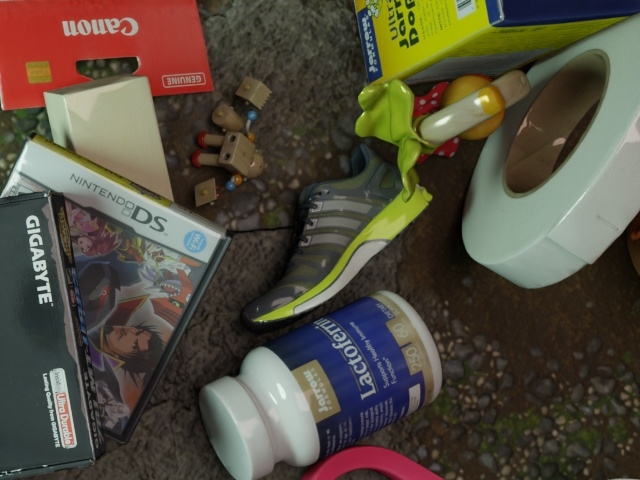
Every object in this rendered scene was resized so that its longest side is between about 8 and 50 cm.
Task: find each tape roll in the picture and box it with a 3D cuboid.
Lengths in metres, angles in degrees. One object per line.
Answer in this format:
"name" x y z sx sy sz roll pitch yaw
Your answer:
"tape roll" 0.309 -0.124 1.869 0.072 0.392 0.392 30 73 -16

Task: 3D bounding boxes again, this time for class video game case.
"video game case" -0.266 0.056 1.710 0.248 0.035 0.275 27 102 -6

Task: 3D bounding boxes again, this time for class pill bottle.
"pill bottle" -0.001 0.175 1.829 0.264 0.153 0.153 -25 93 -23

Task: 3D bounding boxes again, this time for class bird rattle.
"bird rattle" 0.165 -0.143 1.882 0.253 0.207 0.143 -16 84 -60

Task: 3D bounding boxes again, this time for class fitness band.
"fitness band" 0.088 0.376 1.896 0.291 0.054 0.209 33 69 -16

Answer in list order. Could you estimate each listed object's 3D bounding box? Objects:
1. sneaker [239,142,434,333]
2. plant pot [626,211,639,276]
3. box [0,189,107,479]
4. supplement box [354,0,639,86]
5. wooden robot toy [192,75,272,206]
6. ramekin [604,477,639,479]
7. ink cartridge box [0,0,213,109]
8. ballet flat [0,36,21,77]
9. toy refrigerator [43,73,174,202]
"sneaker" 0.000 0.000 1.890 0.121 0.111 0.300 48 62 -2
"plant pot" 0.543 -0.019 2.051 0.290 0.203 0.291 3 83 -22
"box" -0.396 0.113 1.643 0.293 0.073 0.296 -9 91 5
"supplement box" 0.198 -0.318 1.865 0.194 0.356 0.195 -8 86 -23
"wooden robot toy" -0.101 -0.108 1.887 0.079 0.076 0.173 36 67 -52
"ramekin" 0.378 0.447 1.912 0.277 0.135 0.277 5 59 -8
"ink cartridge box" -0.252 -0.296 1.799 0.296 0.066 0.261 -10 86 -38
"ballet flat" -0.411 -0.274 1.761 0.086 0.086 0.248 -47 110 -21
"toy refrigerator" -0.231 -0.048 1.769 0.102 0.094 0.270 -17 105 -23
